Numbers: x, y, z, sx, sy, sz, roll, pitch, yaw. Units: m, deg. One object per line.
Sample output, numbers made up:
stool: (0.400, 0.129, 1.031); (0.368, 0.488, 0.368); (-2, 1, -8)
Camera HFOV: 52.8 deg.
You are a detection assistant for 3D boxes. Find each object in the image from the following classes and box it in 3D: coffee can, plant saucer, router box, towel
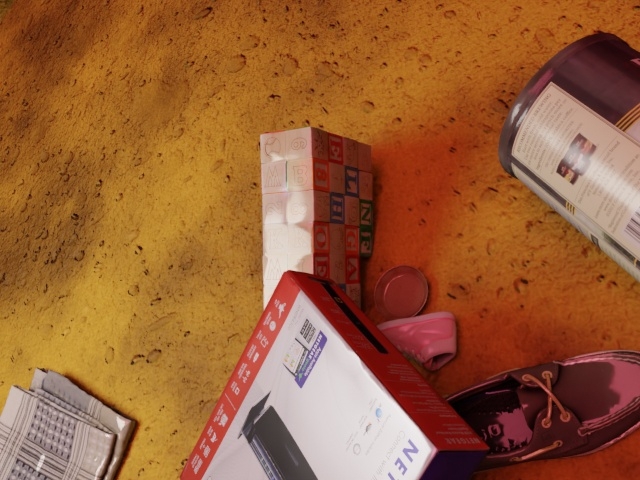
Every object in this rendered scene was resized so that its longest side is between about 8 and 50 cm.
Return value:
coffee can: (0.367, -0.076, 0.719); (0.201, 0.201, 0.275); (-44, 54, 9)
plant saucer: (0.117, 0.077, 0.927); (0.083, 0.015, 0.084); (-13, 64, 27)
router box: (-0.014, 0.254, 0.732); (0.301, 0.082, 0.336); (44, 113, 47)
towel: (-0.497, 0.411, 1.146); (0.312, 0.056, 0.324); (13, 77, 36)

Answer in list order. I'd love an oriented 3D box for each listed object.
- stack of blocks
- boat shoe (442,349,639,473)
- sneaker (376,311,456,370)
stack of blocks: (0.000, 0.000, 0.935); (0.087, 0.171, 0.297); (-3, 87, 32)
boat shoe: (0.242, 0.201, 0.745); (0.304, 0.091, 0.109); (-26, 58, 21)
sneaker: (0.121, 0.144, 0.872); (0.134, 0.051, 0.070); (-16, 57, 21)
